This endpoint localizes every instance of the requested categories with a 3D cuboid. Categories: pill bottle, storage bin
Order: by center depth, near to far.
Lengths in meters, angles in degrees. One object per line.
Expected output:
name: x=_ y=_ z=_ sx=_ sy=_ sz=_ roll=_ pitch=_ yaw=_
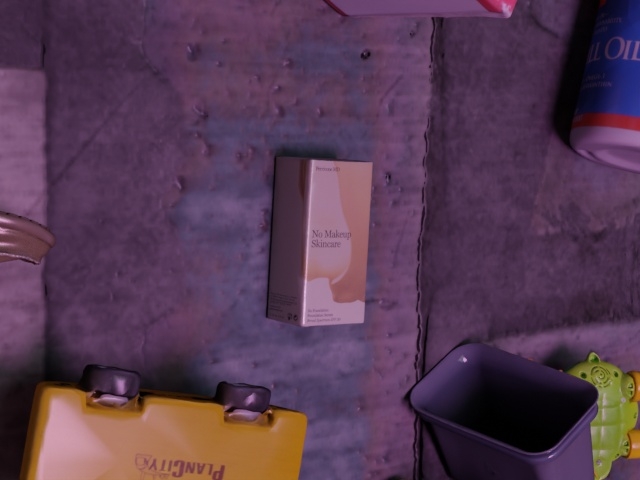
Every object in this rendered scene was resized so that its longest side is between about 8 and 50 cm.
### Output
storage bin: x=0.149 y=0.147 z=1.049 sx=0.098 sy=0.135 sz=0.091 roll=-40 pitch=130 yaw=-31
pill bottle: x=0.285 y=-0.170 z=1.124 sx=0.124 sy=0.124 sz=0.221 roll=19 pitch=82 yaw=-40

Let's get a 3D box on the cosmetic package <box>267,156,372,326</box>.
cosmetic package: x=0.000 y=0.000 z=0.955 sx=0.060 sy=0.041 sz=0.115 roll=-2 pitch=97 yaw=-40

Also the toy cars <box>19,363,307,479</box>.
toy cars: x=-0.181 y=0.187 z=0.801 sx=0.393 sy=0.087 sz=0.176 roll=-37 pitch=112 yaw=-28

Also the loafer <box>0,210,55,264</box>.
loafer: x=-0.220 y=0.002 z=0.763 sx=0.148 sy=0.056 sz=0.050 roll=7 pitch=91 yaw=-31

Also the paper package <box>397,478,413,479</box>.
paper package: x=0.157 y=0.380 z=1.053 sx=0.309 sy=0.168 sz=0.325 roll=25 pitch=80 yaw=-38

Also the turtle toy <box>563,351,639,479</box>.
turtle toy: x=0.219 y=0.155 z=1.143 sx=0.095 sy=0.066 sz=0.130 roll=1 pitch=98 yaw=-17

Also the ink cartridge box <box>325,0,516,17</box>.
ink cartridge box: x=0.060 y=-0.377 z=0.882 sx=0.279 sy=0.160 sz=0.385 roll=35 pitch=73 yaw=-39
